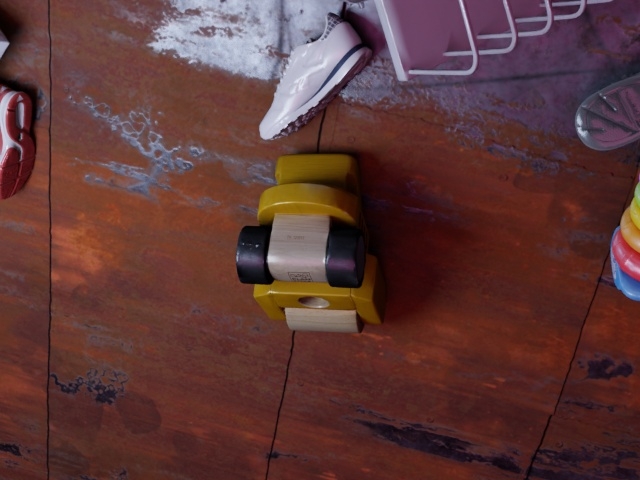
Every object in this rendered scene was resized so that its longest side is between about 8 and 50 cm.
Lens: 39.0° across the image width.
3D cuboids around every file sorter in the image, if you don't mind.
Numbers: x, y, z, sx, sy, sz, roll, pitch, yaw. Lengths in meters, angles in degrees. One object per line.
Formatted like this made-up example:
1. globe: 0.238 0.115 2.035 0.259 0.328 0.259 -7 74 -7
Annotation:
1. file sorter: 0.229 -0.352 1.192 0.173 0.277 0.193 18 133 58

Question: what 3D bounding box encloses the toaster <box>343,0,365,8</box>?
1. toaster: 0.042 -0.427 1.274 0.110 0.168 0.186 -24 111 -3

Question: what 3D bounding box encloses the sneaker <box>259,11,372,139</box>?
1. sneaker: -0.024 -0.255 1.448 0.235 0.090 0.095 -42 88 24

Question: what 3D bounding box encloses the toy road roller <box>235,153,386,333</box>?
1. toy road roller: 0.000 0.000 1.527 0.202 0.241 0.330 2 154 13

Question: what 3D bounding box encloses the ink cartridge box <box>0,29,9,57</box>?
1. ink cartridge box: -0.673 -0.281 1.563 0.333 0.065 0.165 -47 73 29

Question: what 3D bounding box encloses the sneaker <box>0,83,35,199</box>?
1. sneaker: -0.589 -0.191 1.629 0.128 0.087 0.221 29 120 17

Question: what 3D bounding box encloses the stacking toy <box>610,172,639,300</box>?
1. stacking toy: 0.518 -0.062 1.311 0.165 0.175 0.302 0 133 11

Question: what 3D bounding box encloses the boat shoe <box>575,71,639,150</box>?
1. boat shoe: 0.530 -0.222 1.319 0.320 0.103 0.118 -25 89 18
